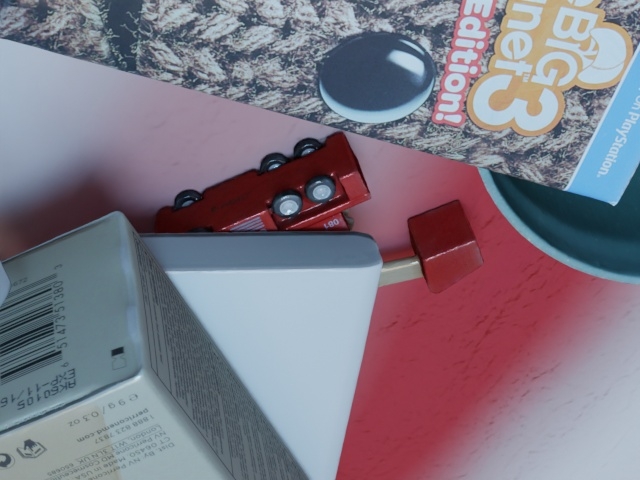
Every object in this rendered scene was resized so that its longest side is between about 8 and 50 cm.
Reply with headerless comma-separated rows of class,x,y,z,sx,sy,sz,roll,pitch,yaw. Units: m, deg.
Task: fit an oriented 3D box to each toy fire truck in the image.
toy fire truck,0.000,0.000,1.197,0.192,0.047,0.135,-23,132,5

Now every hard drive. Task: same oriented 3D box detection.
hard drive,-0.083,0.124,1.222,0.203,0.040,0.307,-1,130,-14

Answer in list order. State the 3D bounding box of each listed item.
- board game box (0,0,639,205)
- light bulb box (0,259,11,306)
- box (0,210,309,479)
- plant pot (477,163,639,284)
board game box,0.031,-0.176,0.764,0.291,0.141,0.232,13,121,-16
light bulb box,-0.346,-0.015,0.800,0.225,0.361,0.358,-7,120,16
box,-0.100,0.147,1.115,0.121,0.148,0.311,-23,131,8
plant pot,0.204,-0.147,1.023,0.293,0.196,0.293,-6,126,-8
